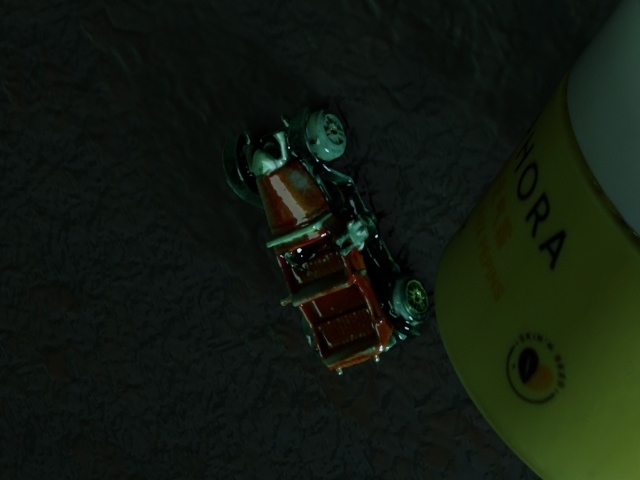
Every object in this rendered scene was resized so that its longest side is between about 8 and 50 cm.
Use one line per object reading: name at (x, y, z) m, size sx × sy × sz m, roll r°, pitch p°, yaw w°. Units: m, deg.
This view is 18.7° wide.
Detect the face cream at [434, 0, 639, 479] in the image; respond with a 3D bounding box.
face cream at (0.185, 0.007, 0.867) m, size 0.218 × 0.218 × 0.179 m, roll 39°, pitch 124°, yaw 8°

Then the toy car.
toy car at (0.000, 0.000, 1.063) m, size 0.073 × 0.054 × 0.143 m, roll -20°, pitch 101°, yaw 32°
